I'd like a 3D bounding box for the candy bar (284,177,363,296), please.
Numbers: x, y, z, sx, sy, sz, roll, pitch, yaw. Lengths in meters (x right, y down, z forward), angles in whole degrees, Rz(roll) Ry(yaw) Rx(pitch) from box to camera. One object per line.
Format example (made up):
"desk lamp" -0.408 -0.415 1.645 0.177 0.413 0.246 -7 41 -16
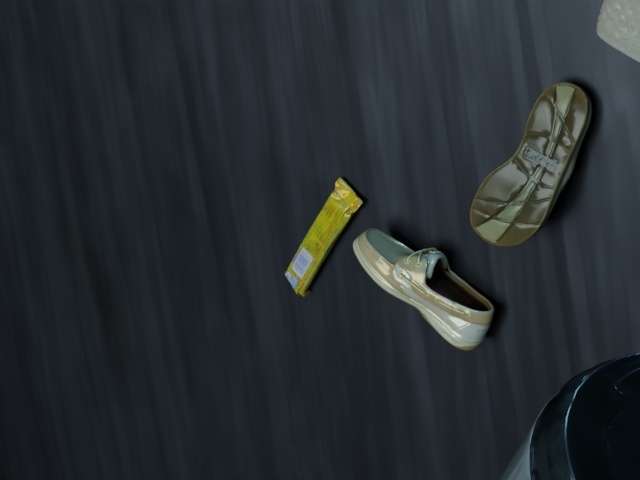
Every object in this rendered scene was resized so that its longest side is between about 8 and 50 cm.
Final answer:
"candy bar" 0.000 0.000 1.996 0.040 0.018 0.161 50 134 22

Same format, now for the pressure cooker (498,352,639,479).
"pressure cooker" 0.273 0.352 1.620 0.370 0.375 0.420 41 130 21

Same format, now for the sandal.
"sandal" 0.207 -0.070 1.752 0.072 0.049 0.180 37 114 21

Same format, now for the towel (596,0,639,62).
"towel" 0.368 -0.197 1.542 0.282 0.049 0.187 35 126 30

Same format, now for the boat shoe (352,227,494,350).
"boat shoe" 0.109 0.036 1.879 0.170 0.063 0.059 39 128 14
